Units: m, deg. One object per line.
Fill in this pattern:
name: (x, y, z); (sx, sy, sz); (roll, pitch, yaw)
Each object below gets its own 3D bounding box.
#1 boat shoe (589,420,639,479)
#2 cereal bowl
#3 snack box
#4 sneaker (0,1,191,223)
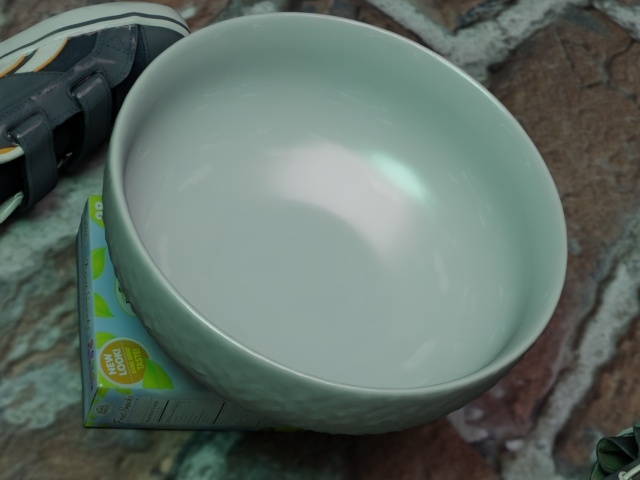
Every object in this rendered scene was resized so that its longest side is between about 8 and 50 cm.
boat shoe: (0.247, 0.189, 1.245); (0.302, 0.114, 0.091); (-33, 77, -35)
cereal bowl: (0.000, 0.000, 1.185); (0.339, 0.141, 0.339); (10, 54, -14)
snack box: (-0.081, 0.058, 1.250); (0.207, 0.070, 0.174); (2, 55, -17)
sneaker: (-0.236, -0.086, 1.267); (0.321, 0.126, 0.127); (-19, 59, -18)
